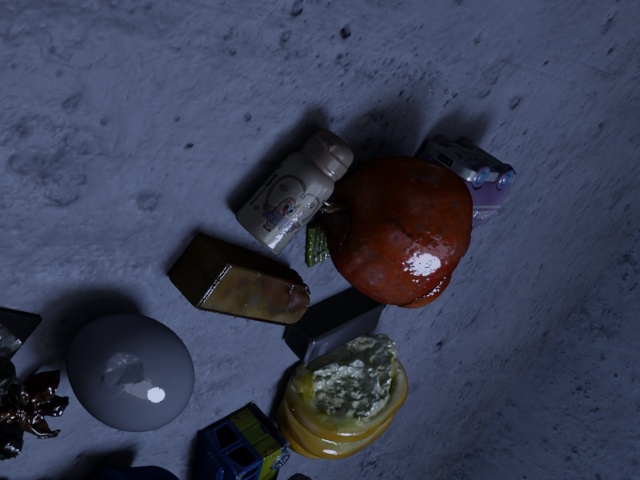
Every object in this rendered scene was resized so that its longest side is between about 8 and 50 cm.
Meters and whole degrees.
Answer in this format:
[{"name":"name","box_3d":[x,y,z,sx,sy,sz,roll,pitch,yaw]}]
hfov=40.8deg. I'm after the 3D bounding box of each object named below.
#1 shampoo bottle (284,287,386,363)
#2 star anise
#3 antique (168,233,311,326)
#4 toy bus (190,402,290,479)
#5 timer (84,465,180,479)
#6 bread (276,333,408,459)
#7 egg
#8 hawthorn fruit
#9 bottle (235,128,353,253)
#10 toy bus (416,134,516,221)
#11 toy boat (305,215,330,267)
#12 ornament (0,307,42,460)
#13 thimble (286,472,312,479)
[{"name":"shampoo bottle","box_3d":[0.042,0.169,1.822,0.246,0.079,0.080,-22,144,-37]},{"name":"star anise","box_3d":[-0.456,0.259,1.313,0.167,0.057,0.168,-25,136,-27]},{"name":"antique","box_3d":[-0.122,0.076,1.487,0.093,0.087,0.310,-53,150,9]},{"name":"toy bus","box_3d":[-0.185,0.515,1.900,0.175,0.138,0.288,-25,145,-36]},{"name":"timer","box_3d":[-0.439,0.517,1.498,0.383,0.270,0.270,23,109,-45]},{"name":"bread","box_3d":[0.057,0.388,1.986,0.315,0.211,0.270,-18,142,-36]},{"name":"egg","box_3d":[-0.293,0.200,1.325,0.176,0.176,0.232,-42,145,-8]},{"name":"hawthorn fruit","box_3d":[0.115,-0.030,1.513,0.307,0.276,0.276,23,110,-34]},{"name":"bottle","box_3d":[-0.034,-0.083,1.393,0.209,0.097,0.110,-47,163,1]},{"name":"toy bus","box_3d":[0.280,-0.119,1.718,0.202,0.142,0.142,-3,124,-50]},{"name":"toy boat","box_3d":[0.000,0.000,1.621,0.063,0.016,0.115,-31,148,-25]},{"name":"ornament","box_3d":[-0.432,0.212,1.142,0.166,0.196,0.153,-49,150,8]},{"name":"thimble","box_3d":[-0.050,0.635,1.899,0.172,0.205,0.236,-34,-178,-17]}]
